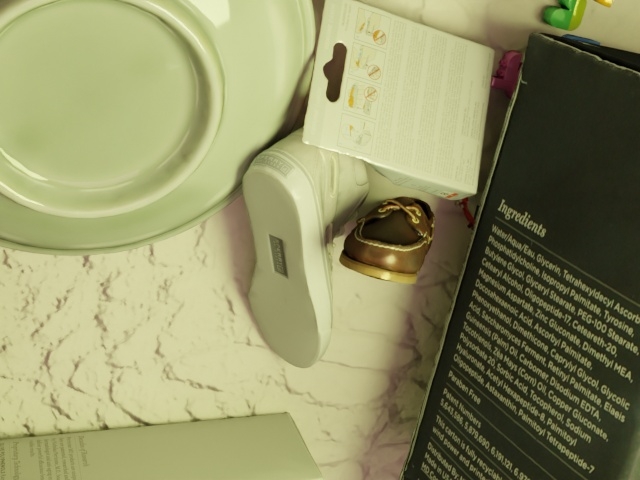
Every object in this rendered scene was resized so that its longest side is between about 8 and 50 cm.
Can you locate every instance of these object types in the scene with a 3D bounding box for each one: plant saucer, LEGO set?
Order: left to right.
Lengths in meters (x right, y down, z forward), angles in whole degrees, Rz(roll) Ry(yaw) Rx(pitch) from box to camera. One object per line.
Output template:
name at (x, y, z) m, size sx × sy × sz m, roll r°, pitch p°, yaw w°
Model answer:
plant saucer at (-0.192, -0.130, 0.992) m, size 0.400 × 0.100 × 0.400 m, roll -7°, pitch 127°, yaw -10°
LEGO set at (0.210, -0.223, 1.114) m, size 0.093 × 0.087 × 0.227 m, roll 10°, pitch 106°, yaw -17°

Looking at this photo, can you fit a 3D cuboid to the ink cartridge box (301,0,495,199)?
ink cartridge box at (0.067, -0.126, 1.097) m, size 0.179 × 0.045 × 0.145 m, roll 14°, pitch 76°, yaw -21°

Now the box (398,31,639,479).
box at (0.385, 0.099, 1.114) m, size 0.479 × 0.297 × 0.472 m, roll 5°, pitch 107°, yaw -28°

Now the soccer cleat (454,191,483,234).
soccer cleat at (0.153, -0.038, 1.200) m, size 0.035 × 0.029 × 0.083 m, roll -35°, pitch 117°, yaw -9°

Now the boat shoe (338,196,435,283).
boat shoe at (0.065, -0.006, 1.104) m, size 0.073 × 0.207 × 0.073 m, roll 18°, pitch 98°, yaw 6°

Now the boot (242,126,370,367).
boot at (0.000, 0.000, 1.143) m, size 0.123 × 0.095 × 0.258 m, roll -42°, pitch 147°, yaw -34°

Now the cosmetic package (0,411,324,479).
cosmetic package at (-0.188, 0.295, 1.163) m, size 0.365 × 0.155 × 0.197 m, roll -3°, pitch 109°, yaw -16°
